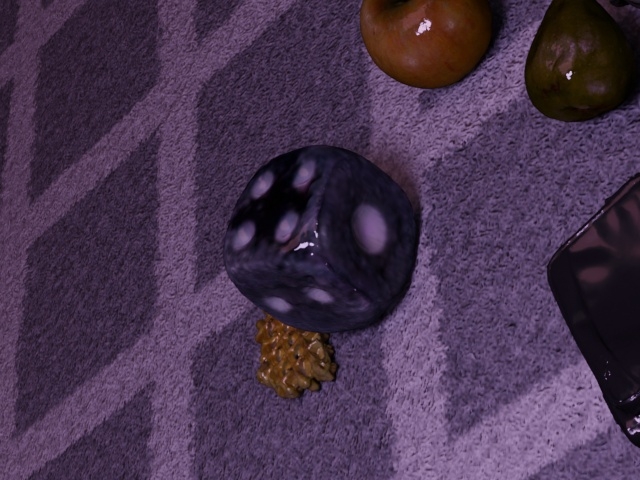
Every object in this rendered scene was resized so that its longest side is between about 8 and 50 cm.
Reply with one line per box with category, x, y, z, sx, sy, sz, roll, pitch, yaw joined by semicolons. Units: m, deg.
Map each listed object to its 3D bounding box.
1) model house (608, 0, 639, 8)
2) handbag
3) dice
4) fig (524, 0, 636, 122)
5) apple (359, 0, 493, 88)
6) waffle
model house;0.390;-0.365;2.015;0.278;0.218;0.204;-129;21;-88
handbag;0.353;0.048;1.804;0.244;0.088;0.275;-45;36;23
dice;0.000;0.000;2.236;0.183;0.181;0.182;-12;48;45
fig;0.306;-0.223;2.025;0.133;0.127;0.184;79;-147;-73
apple;0.139;-0.278;2.282;0.182;0.155;0.182;-21;52;30
waffle;-0.031;0.120;2.349;0.161;0.046;0.192;-25;51;48
